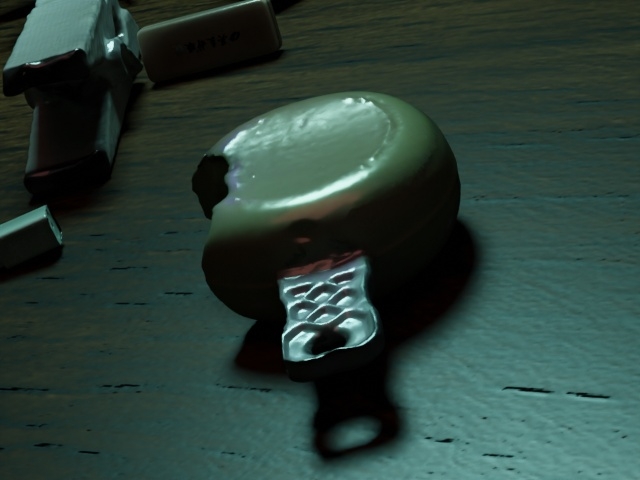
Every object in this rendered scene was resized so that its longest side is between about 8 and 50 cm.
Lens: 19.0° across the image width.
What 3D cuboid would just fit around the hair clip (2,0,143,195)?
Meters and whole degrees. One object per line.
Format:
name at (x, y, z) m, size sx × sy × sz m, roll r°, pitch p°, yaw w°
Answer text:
hair clip at (-0.191, -0.141, 1.525) m, size 0.085 × 0.101 × 0.331 m, roll -19°, pitch 20°, yaw 8°

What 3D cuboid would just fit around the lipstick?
lipstick at (-0.228, 0.011, 1.293) m, size 0.107 × 0.025 × 0.025 m, roll -24°, pitch 23°, yaw 2°

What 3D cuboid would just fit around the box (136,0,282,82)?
box at (-0.091, -0.163, 1.551) m, size 0.115 × 0.048 × 0.025 m, roll -12°, pitch 17°, yaw 14°

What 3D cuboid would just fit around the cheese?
cheese at (0.000, 0.000, 1.072) m, size 0.163 × 0.082 × 0.286 m, roll -16°, pitch 24°, yaw 9°
